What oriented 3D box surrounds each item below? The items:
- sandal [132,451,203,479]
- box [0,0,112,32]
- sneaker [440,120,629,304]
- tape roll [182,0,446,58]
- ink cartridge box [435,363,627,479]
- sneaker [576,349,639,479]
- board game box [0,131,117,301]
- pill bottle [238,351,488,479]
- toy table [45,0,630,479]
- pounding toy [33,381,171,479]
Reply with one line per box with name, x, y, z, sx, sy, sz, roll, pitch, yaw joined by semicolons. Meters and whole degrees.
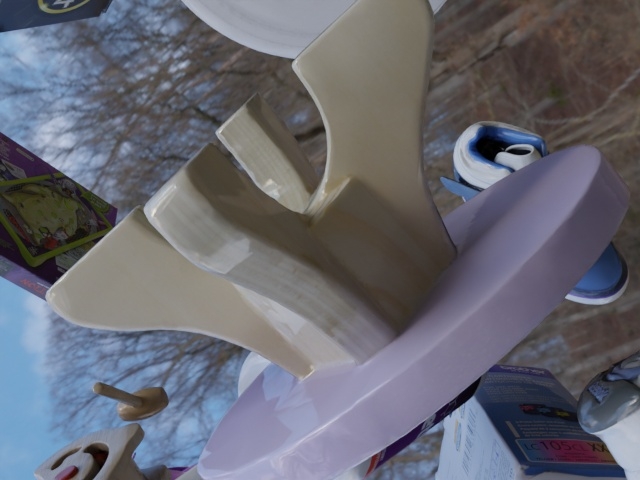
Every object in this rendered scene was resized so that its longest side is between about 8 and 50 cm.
sandal;-0.215;0.328;1.241;0.416;0.169;0.102;-28;-110;-10
box;-0.285;-0.295;0.756;0.097;0.318;0.395;53;-140;9
sneaker;0.324;-0.047;1.364;0.323;0.130;0.236;43;174;20
tape roll;-0.004;-0.281;0.688;0.246;0.246;0.169;38;-151;-23
ink cartridge box;0.246;0.324;1.182;0.151;0.395;0.270;6;-79;-7
sneaker;0.273;0.075;0.440;0.297;0.111;0.129;-21;-98;-5
board game box;-0.432;-0.050;1.266;0.347;0.056;0.208;37;-142;-35
pill bottle;0.073;0.145;1.074;0.323;0.181;0.181;-25;-95;-41
toy table;0.000;0.000;0.490;0.161;0.274;0.252;47;-178;-10
pounding toy;-0.276;0.257;1.048;0.155;0.154;0.269;61;-164;-15
